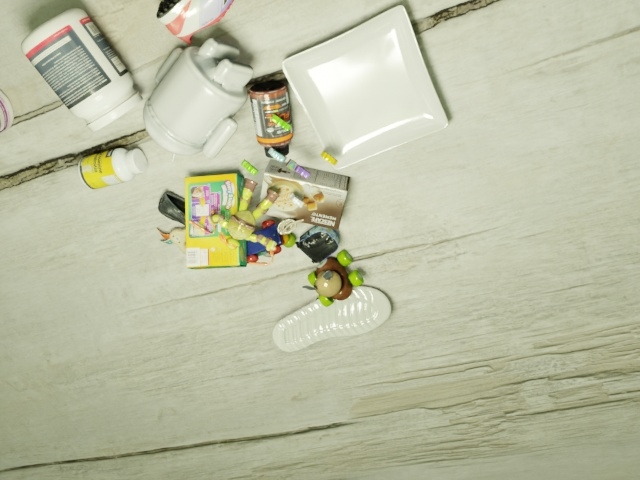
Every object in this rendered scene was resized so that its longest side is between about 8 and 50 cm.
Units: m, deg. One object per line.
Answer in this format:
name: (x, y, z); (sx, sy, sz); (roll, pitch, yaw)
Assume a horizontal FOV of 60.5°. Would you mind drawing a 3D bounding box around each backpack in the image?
backpack: (0.000, 0.000, 1.724); (0.114, 0.084, 0.105); (-31, 115, 30)

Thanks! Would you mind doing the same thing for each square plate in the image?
square plate: (0.123, -0.396, 1.475); (0.348, 0.049, 0.343); (-19, 118, 18)

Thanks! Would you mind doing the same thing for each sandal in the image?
sandal: (0.032, 0.254, 1.875); (0.417, 0.102, 0.169); (-17, 95, 6)

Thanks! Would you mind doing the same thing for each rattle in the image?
rattle: (-0.446, 0.025, 1.772); (0.200, 0.142, 0.130); (12, 142, -8)

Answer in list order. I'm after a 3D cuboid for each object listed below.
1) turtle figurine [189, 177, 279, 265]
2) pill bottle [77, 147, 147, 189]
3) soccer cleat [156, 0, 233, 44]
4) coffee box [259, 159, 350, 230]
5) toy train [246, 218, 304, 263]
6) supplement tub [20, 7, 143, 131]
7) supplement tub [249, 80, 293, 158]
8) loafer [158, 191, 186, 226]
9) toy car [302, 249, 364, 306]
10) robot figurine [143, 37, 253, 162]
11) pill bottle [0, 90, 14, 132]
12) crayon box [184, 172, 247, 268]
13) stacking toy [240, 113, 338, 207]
turtle figurine: (-0.225, -0.063, 1.546); (0.270, 0.087, 0.217); (26, 89, 7)
pill bottle: (-0.623, -0.220, 1.653); (0.184, 0.103, 0.103); (-11, 120, 14)
soccer cleat: (-0.258, -0.615, 1.366); (0.318, 0.108, 0.116); (-28, 137, 19)
coffee box: (-0.049, -0.135, 1.635); (0.247, 0.098, 0.141); (13, 123, -1)
toy train: (-0.120, -0.007, 1.696); (0.248, 0.143, 0.105); (-21, 76, 24)
supplement tub: (-0.625, -0.447, 1.454); (0.191, 0.191, 0.272); (-23, 116, 20)
supplement tub: (-0.132, -0.330, 1.518); (0.106, 0.106, 0.197); (-2, 123, 8)
loafer: (-0.403, -0.081, 1.730); (0.223, 0.076, 0.078); (27, 130, -6)
toy car: (0.018, 0.120, 1.719); (0.155, 0.188, 0.148); (-37, 71, 20)
robot figurine: (-0.335, -0.366, 1.463); (0.353, 0.200, 0.299); (-40, 73, 27)
pill bottle: (-1.012, -0.322, 1.519); (0.170, 0.301, 0.169); (3, 123, 5)
crayon box: (-0.312, -0.056, 1.645); (0.166, 0.081, 0.278); (-3, 85, 10)
stacking toy: (-0.086, -0.214, 1.505); (0.221, 0.052, 0.167); (34, 100, -19)
